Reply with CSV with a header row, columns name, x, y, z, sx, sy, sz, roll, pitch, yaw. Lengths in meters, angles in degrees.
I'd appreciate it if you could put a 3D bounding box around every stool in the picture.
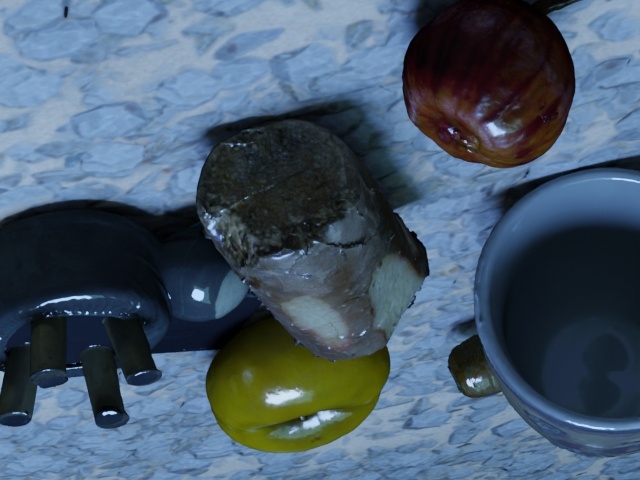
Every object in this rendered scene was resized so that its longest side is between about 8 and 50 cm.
name,x,y,z,sx,sy,sz,roll,pitch,yaw
stool,-0.175,0.057,1.544,0.228,0.139,0.153,-18,152,13

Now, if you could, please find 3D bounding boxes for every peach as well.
name,x,y,z,sx,sy,sz,roll,pitch,yaw
peach,-0.021,0.130,1.814,0.179,0.103,0.179,-15,157,-6

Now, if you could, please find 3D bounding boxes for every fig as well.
name,x,y,z,sx,sy,sz,roll,pitch,yaw
fig,0.124,-0.120,1.354,0.128,0.128,0.150,12,117,-43

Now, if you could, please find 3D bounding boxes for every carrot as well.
name,x,y,z,sx,sy,sz,roll,pitch,yaw
carrot,0.286,0.074,1.898,0.342,0.070,0.070,-18,155,-4

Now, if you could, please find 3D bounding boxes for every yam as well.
name,x,y,z,sx,sy,sz,roll,pitch,yaw
yam,-0.002,0.000,1.528,0.128,0.129,0.238,-9,154,15

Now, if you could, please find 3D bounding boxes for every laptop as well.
name,x,y,z,sx,sy,sz,roll,pitch,yaw
laptop,-0.156,0.077,1.738,0.197,0.016,0.135,-1,154,-24

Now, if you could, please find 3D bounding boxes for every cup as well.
name,x,y,z,sx,sy,sz,roll,pitch,yaw
cup,0.275,0.057,1.730,0.301,0.227,0.257,-42,164,-8

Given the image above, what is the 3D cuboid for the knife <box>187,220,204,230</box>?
name,x,y,z,sx,sy,sz,roll,pitch,yaw
knife,-0.083,-0.019,1.584,0.091,0.005,0.014,-26,148,26
